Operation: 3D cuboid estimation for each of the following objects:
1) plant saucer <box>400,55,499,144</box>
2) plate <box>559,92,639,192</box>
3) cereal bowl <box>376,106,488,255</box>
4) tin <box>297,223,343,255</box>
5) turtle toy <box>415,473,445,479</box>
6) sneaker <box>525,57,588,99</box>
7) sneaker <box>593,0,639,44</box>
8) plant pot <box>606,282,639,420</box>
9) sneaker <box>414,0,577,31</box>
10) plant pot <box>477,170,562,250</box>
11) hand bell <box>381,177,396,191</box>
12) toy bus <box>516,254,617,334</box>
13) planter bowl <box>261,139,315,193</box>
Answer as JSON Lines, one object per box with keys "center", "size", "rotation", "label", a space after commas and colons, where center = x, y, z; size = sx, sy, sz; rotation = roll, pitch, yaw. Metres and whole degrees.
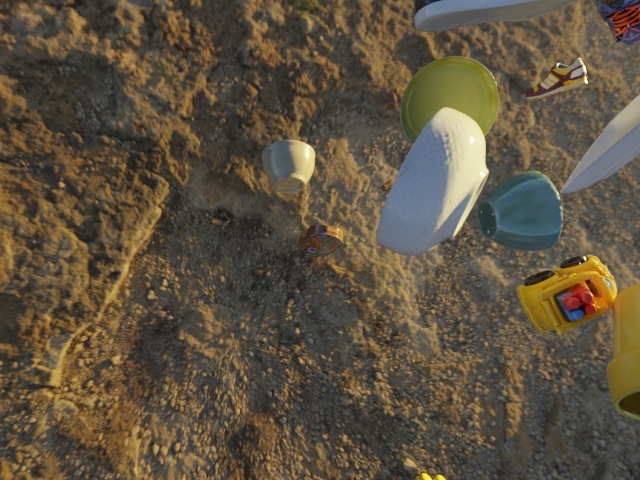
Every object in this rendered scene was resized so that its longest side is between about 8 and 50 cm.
{"center": [0.316, -0.332, 1.141], "size": [0.241, 0.037, 0.241], "rotation": [1, 118, 2], "label": "plant saucer"}
{"center": [0.543, -0.214, 0.745], "size": [0.045, 0.277, 0.278], "rotation": [41, 58, 11], "label": "plate"}
{"center": [0.262, -0.106, 1.001], "size": [0.141, 0.339, 0.339], "rotation": [30, 74, 18], "label": "cereal bowl"}
{"center": [0.000, 0.000, 1.352], "size": [0.106, 0.189, 0.040], "rotation": [19, 67, -15], "label": "tin"}
{"center": [0.171, 0.427, 0.727], "size": [0.130, 0.066, 0.095], "rotation": [30, 107, -40], "label": "turtle toy"}
{"center": [0.677, -0.465, 1.330], "size": [0.069, 0.185, 0.084], "rotation": [-18, 99, -29], "label": "sneaker"}
{"center": [0.513, -0.375, 0.757], "size": [0.221, 0.083, 0.087], "rotation": [-19, 97, -45], "label": "sneaker"}
{"center": [0.720, 0.222, 0.942], "size": [0.254, 0.254, 0.239], "rotation": [15, 54, -7], "label": "plant pot"}
{"center": [0.265, -0.398, 0.656], "size": [0.295, 0.104, 0.147], "rotation": [-11, 96, -11], "label": "sneaker"}
{"center": [0.685, -0.092, 1.647], "size": [0.195, 0.290, 0.290], "rotation": [-9, 81, -8], "label": "plant pot"}
{"center": [0.289, -0.199, 1.499], "size": [0.242, 0.126, 0.126], "rotation": [-20, 83, -35], "label": "hand bell"}
{"center": [0.623, 0.131, 1.110], "size": [0.220, 0.211, 0.149], "rotation": [-26, 84, 4], "label": "toy bus"}
{"center": [-0.093, -0.207, 1.368], "size": [0.162, 0.162, 0.109], "rotation": [0, 67, -11], "label": "planter bowl"}
